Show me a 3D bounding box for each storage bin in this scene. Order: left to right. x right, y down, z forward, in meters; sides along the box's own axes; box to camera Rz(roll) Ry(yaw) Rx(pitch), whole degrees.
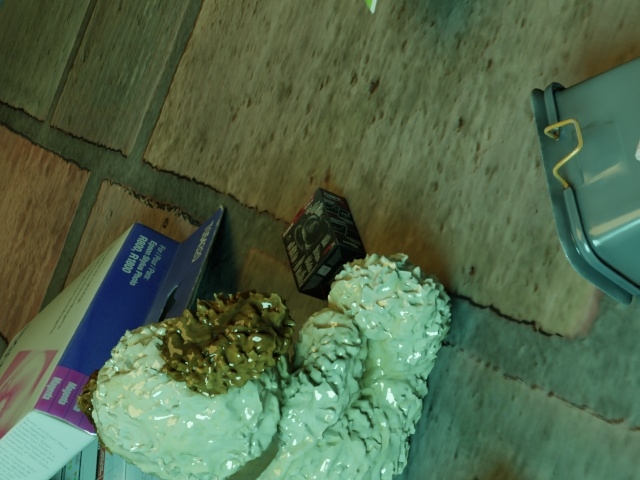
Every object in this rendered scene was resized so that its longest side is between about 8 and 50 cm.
[{"bbox_3d":[0.186,-0.048,0.612,0.091,0.098,0.135,-29,49,33],"label":"storage bin"}]

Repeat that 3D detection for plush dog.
[{"bbox_3d":[-0.053,0.124,0.742,0.262,0.225,0.211,-36,44,42],"label":"plush dog"}]

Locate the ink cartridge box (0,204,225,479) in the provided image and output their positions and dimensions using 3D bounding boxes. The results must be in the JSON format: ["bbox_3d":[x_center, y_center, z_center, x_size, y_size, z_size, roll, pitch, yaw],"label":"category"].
[{"bbox_3d":[-0.252,0.120,1.054,0.330,0.071,0.324,-42,18,26],"label":"ink cartridge box"}]

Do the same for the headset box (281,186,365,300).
[{"bbox_3d":[0.000,0.000,0.918,0.062,0.032,0.083,-51,35,27],"label":"headset box"}]

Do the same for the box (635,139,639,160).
[{"bbox_3d":[0.268,-0.128,0.488,0.122,0.128,0.257,18,87,59],"label":"box"}]

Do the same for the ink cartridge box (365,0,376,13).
[{"bbox_3d":[0.070,-0.329,0.880,0.255,0.097,0.189,-108,25,-45],"label":"ink cartridge box"}]

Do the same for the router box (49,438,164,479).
[{"bbox_3d":[-0.230,0.328,1.035,0.301,0.082,0.336,-38,44,41],"label":"router box"}]
